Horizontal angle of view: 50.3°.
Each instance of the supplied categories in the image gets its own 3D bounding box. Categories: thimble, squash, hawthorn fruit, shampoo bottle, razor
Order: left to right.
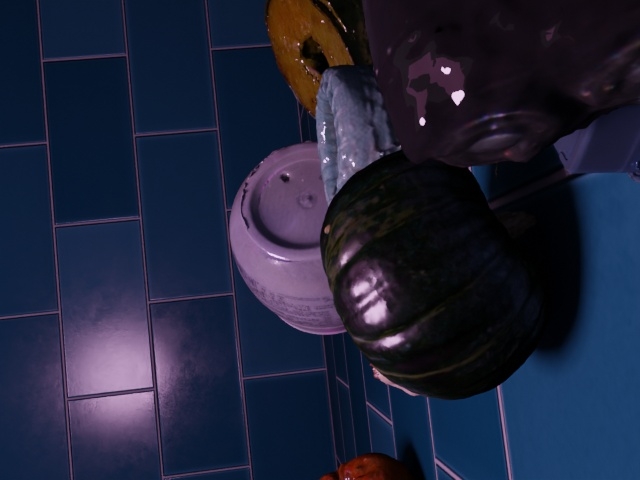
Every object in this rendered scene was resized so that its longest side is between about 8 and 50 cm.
[{"bbox_3d":[0.000,0.000,1.085,0.266,0.273,0.273,77,-176,-61],"label":"shampoo bottle"},{"bbox_3d":[0.086,0.514,1.158,0.211,0.211,0.299,-121,16,-77],"label":"hawthorn fruit"},{"bbox_3d":[0.075,-0.124,0.862,0.235,0.143,0.198,-116,20,-76],"label":"thimble"},{"bbox_3d":[0.096,0.026,0.585,0.172,0.218,0.218,-41,43,34],"label":"squash"},{"bbox_3d":[0.103,-0.206,0.393,0.107,0.189,0.326,25,-130,-43],"label":"razor"}]

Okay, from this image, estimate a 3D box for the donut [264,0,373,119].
[{"bbox_3d":[0.021,-0.317,1.139,0.272,0.107,0.272,51,161,25],"label":"donut"}]

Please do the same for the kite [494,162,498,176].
[{"bbox_3d":[0.162,-0.185,0.636,0.125,0.008,0.222,112,151,-73],"label":"kite"}]

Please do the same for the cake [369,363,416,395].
[{"bbox_3d":[0.153,0.079,0.812,0.086,0.117,0.220,96,-160,-51],"label":"cake"}]

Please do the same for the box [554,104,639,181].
[{"bbox_3d":[0.168,-0.087,0.414,0.074,0.054,0.099,88,173,-50],"label":"box"}]
